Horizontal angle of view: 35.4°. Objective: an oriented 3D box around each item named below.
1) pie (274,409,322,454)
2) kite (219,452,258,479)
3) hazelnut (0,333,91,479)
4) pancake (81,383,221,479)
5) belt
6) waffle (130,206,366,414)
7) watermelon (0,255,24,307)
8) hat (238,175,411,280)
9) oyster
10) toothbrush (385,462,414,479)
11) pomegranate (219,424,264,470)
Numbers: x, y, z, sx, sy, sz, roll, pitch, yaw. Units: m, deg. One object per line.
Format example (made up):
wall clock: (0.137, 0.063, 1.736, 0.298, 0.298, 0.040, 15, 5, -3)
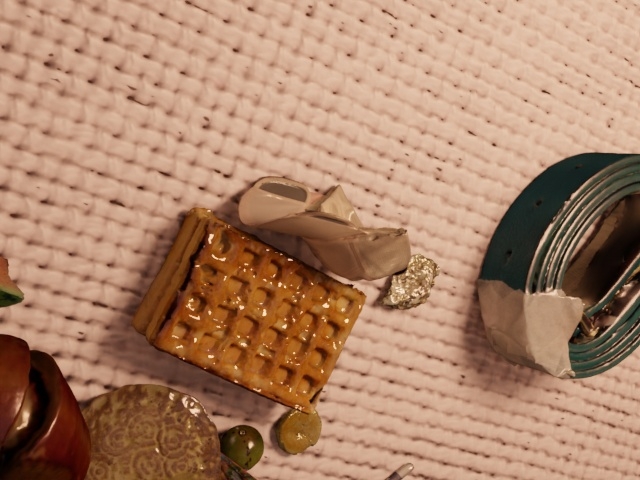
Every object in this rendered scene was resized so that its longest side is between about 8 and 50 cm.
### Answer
pie: (-0.034, 0.301, 1.600, 0.084, 0.020, 0.085, -7, 104, -31)
kite: (-0.184, 0.361, 1.489, 0.182, 0.010, 0.160, -12, 92, 0)
hazelnut: (-0.402, 0.237, 1.282, 0.217, 0.217, 0.251, -52, 129, -11)
pancake: (-0.254, 0.311, 1.441, 0.235, 0.029, 0.212, 25, 85, -17)
belt: (0.461, 0.035, 1.747, 0.300, 0.173, 0.437, 44, 74, -20)
waffle: (-0.101, 0.105, 1.483, 0.308, 0.091, 0.213, 28, 85, -32)
watermelon: (-0.471, 0.045, 1.283, 0.155, 0.080, 0.101, 32, 118, -33)
hat: (0.000, 0.000, 1.459, 0.225, 0.219, 0.164, -12, 113, -19)
oyster: (0.153, 0.071, 1.652, 0.098, 0.037, 0.100, 19, 90, -32)
toothbrush: (0.047, 0.465, 1.680, 0.288, 0.024, 0.026, -37, 102, -18)
pomegranate: (-0.119, 0.318, 1.533, 0.073, 0.084, 0.073, -1, 69, 2)
